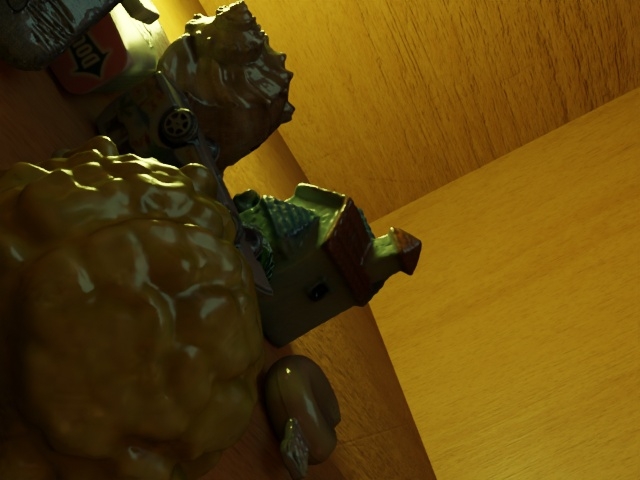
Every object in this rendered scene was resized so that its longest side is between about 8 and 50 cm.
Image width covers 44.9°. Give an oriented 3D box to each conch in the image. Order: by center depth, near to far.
[{"bbox_3d":[-0.155,-0.213,1.228,0.263,0.186,0.323,-36,134,-49],"label":"conch"}]

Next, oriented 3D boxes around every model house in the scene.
[{"bbox_3d":[0.000,0.000,1.395,0.295,0.330,0.251,58,11,-48],"label":"model house"}]

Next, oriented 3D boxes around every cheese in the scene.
[{"bbox_3d":[-0.030,0.274,1.160,0.163,0.082,0.286,61,10,-11],"label":"cheese"}]

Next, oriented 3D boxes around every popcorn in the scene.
[{"bbox_3d":[-0.155,0.053,0.475,0.225,0.249,0.249,-3,60,-42],"label":"popcorn"}]

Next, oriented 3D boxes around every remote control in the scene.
[{"bbox_3d":[-0.286,-0.374,1.029,0.190,0.029,0.087,54,8,-5],"label":"remote control"}]

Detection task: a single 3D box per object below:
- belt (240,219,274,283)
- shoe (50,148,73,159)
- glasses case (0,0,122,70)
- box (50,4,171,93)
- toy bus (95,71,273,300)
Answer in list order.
[{"bbox_3d":[-0.124,0.030,1.168,0.121,0.079,0.151,56,31,-19],"label":"belt"},{"bbox_3d":[-0.196,-0.023,0.851,0.227,0.126,0.099,59,11,-45],"label":"shoe"},{"bbox_3d":[-0.289,-0.301,0.896,0.109,0.067,0.282,48,52,-20],"label":"glasses case"},{"bbox_3d":[-0.315,-0.316,1.141,0.190,0.112,0.369,63,7,-12],"label":"box"},{"bbox_3d":[-0.181,-0.053,1.021,0.329,0.136,0.109,65,5,18],"label":"toy bus"}]
